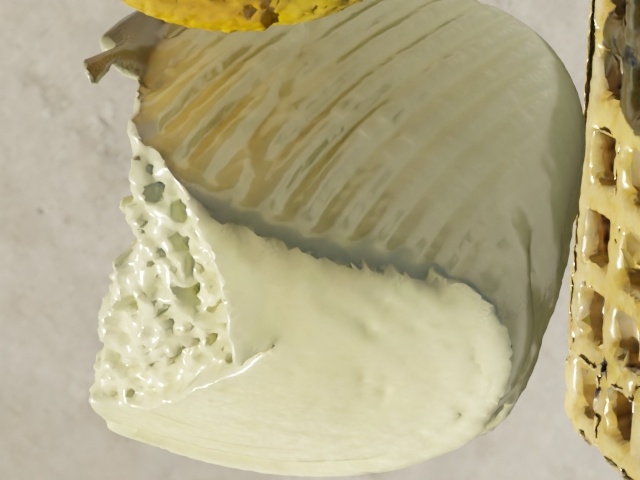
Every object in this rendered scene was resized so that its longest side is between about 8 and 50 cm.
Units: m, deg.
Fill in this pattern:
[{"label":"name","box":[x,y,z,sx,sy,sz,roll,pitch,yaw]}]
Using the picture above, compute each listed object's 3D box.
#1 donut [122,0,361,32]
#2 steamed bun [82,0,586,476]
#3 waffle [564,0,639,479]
[{"label":"donut","box":[-0.043,-0.165,0.757,0.259,0.101,0.152,-1,131,-26]},{"label":"steamed bun","box":[0.000,0.000,0.953,0.273,0.290,0.272,28,140,5]},{"label":"waffle","box":[0.265,-0.009,1.091,0.114,0.261,0.376,-5,107,-16]}]
